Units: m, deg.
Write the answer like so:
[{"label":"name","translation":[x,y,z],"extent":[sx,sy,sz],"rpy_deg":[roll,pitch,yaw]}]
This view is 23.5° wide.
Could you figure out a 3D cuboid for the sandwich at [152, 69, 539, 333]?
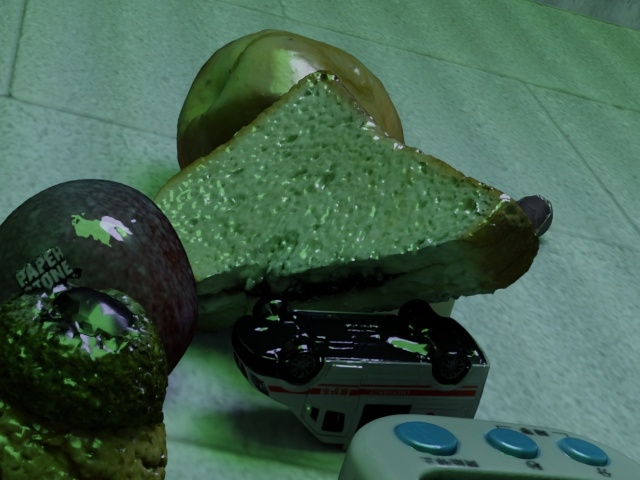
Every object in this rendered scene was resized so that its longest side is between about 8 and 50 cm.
[{"label":"sandwich","translation":[0.002,0.003,1.290],"extent":[0.254,0.100,0.288],"rpy_deg":[-41,49,-15]}]

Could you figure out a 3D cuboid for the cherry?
[{"label":"cherry","translation":[-0.174,0.032,1.191],"extent":[0.176,0.140,0.176],"rpy_deg":[27,23,-12]}]

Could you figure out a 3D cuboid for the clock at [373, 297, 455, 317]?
[{"label":"clock","translation":[0.021,0.028,1.451],"extent":[0.192,0.071,0.147],"rpy_deg":[-2,29,-41]}]

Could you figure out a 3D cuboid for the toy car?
[{"label":"toy car","translation":[0.024,0.111,1.215],"extent":[0.209,0.108,0.089],"rpy_deg":[3,28,-23]}]

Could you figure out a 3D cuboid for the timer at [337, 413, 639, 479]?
[{"label":"timer","translation":[0.146,0.213,1.080],"extent":[0.262,0.087,0.237],"rpy_deg":[8,23,-23]}]

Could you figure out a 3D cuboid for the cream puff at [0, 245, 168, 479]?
[{"label":"cream puff","translation":[-0.174,0.097,0.991],"extent":[0.183,0.169,0.183],"rpy_deg":[15,23,-6]}]

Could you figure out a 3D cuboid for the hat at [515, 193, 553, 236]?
[{"label":"hat","translation":[0.235,-0.016,1.786],"extent":[0.058,0.042,0.087],"rpy_deg":[26,57,28]}]

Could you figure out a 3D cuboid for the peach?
[{"label":"peach","translation":[-0.022,-0.099,1.562],"extent":[0.235,0.214,0.214],"rpy_deg":[27,18,-20]}]
